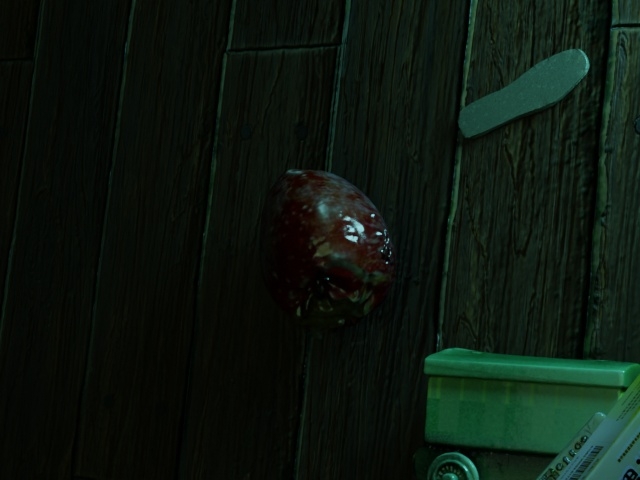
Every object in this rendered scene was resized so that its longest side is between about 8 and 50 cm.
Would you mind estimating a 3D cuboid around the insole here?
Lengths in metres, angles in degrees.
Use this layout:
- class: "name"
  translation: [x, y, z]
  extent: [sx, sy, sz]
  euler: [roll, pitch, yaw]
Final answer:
- class: "insole"
  translation: [0.263, -0.188, 1.675]
  extent: [0.192, 0.010, 0.063]
  euler: [-28, 68, 26]

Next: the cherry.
- class: "cherry"
  translation: [0.000, 0.000, 1.713]
  extent: [0.175, 0.192, 0.249]
  euler: [-19, 56, -11]

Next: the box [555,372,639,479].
- class: "box"
  translation: [0.364, 0.269, 1.393]
  extent: [0.175, 0.062, 0.260]
  euler: [46, 72, -9]

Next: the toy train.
- class: "toy train"
  translation: [0.256, 0.236, 1.551]
  extent: [0.301, 0.120, 0.202]
  euler: [1, 81, 31]

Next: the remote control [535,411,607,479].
- class: "remote control"
  translation: [0.291, 0.252, 1.447]
  extent: [0.124, 0.018, 0.053]
  euler: [-49, 64, 8]
